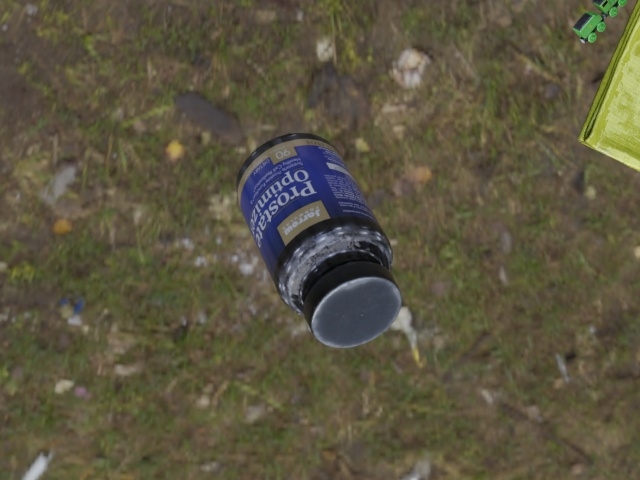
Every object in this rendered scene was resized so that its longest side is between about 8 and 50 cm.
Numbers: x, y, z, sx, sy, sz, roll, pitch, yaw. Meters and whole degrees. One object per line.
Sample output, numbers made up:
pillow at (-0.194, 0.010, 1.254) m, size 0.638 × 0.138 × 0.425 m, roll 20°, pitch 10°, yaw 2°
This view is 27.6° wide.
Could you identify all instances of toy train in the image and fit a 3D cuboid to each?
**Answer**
toy train at (0.255, -0.211, 1.154) m, size 0.083 × 0.017 × 0.023 m, roll -51°, pitch 128°, yaw 2°

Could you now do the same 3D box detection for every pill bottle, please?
pill bottle at (0.000, 0.000, 1.312) m, size 0.123 × 0.219 × 0.123 m, roll -13°, pitch 133°, yaw -14°

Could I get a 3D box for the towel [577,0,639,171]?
towel at (0.306, -0.170, 1.087) m, size 0.102 × 0.021 × 0.237 m, roll 24°, pitch 91°, yaw -11°
